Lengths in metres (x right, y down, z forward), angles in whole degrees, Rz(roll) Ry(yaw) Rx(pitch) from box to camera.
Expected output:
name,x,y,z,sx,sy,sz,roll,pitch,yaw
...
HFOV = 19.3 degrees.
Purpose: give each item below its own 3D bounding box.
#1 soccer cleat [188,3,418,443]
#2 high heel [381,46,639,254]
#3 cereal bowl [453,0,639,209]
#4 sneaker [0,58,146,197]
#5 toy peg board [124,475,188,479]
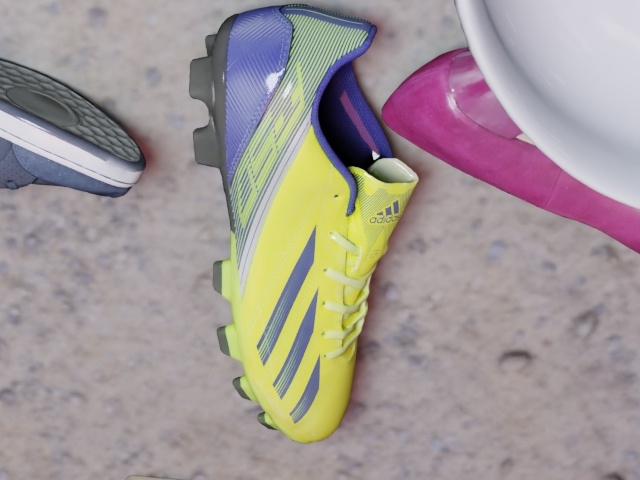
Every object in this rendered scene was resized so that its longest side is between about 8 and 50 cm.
name,x,y,z,sx,sy,sz,roll,pitch,yaw
soccer cleat,0.000,0.000,1.101,0.121,0.093,0.289,-2,119,11
high heel,0.152,-0.032,1.113,0.244,0.082,0.117,32,147,-32
cereal bowl,0.223,-0.185,0.961,0.339,0.141,0.339,-2,116,-5
sneaker,-0.226,-0.029,1.083,0.226,0.086,0.163,21,108,-1
toy peg board,-0.060,0.251,1.260,0.161,0.079,0.160,6,120,-3
